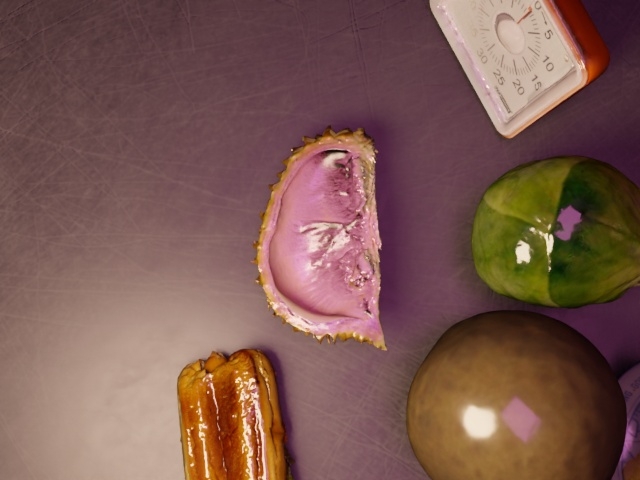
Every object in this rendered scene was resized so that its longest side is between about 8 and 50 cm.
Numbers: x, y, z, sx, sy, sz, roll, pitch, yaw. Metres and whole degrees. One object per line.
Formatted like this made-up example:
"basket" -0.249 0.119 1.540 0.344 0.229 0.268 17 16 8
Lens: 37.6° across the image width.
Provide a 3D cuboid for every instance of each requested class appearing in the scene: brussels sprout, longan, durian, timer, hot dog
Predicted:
"brussels sprout" 0.357 -0.009 1.335 0.271 0.210 0.220 11 89 -16
"longan" 0.264 0.239 1.267 0.297 0.297 0.297 0 84 -2
"durian" 0.000 -0.001 1.371 0.191 0.112 0.341 -5 76 7
"timer" 0.294 -0.311 1.334 0.161 0.250 0.258 -27 85 -4
"hot dog" -0.109 0.324 1.324 0.158 0.117 0.349 -15 76 24

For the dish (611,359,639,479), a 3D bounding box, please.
"dish" 0.511 0.300 1.291 0.133 0.273 0.273 19 83 -22
